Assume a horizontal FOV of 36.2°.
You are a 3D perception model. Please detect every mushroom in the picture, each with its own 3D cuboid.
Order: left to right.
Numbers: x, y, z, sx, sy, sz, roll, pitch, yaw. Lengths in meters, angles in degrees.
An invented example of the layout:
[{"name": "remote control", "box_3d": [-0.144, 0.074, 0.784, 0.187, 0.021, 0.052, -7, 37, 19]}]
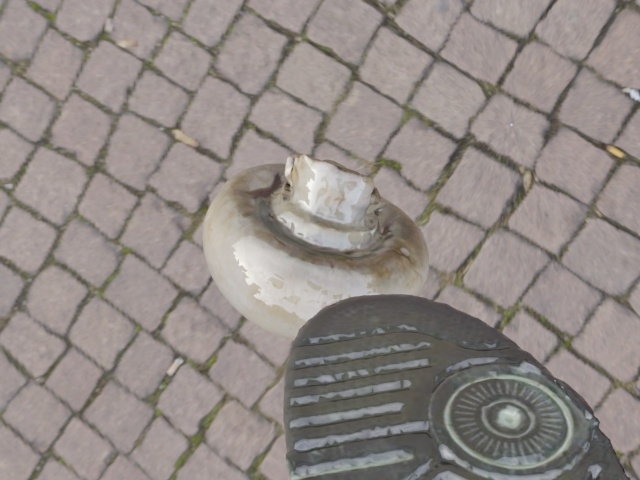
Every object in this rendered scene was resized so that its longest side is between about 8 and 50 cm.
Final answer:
[{"name": "mushroom", "box_3d": [0.000, 0.000, 0.959, 0.226, 0.226, 0.178, 31, 119, 6]}]

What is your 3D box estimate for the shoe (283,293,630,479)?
[{"name": "shoe", "box_3d": [0.066, 0.153, 0.330, 0.109, 0.293, 0.149, -17, 130, -15]}]
